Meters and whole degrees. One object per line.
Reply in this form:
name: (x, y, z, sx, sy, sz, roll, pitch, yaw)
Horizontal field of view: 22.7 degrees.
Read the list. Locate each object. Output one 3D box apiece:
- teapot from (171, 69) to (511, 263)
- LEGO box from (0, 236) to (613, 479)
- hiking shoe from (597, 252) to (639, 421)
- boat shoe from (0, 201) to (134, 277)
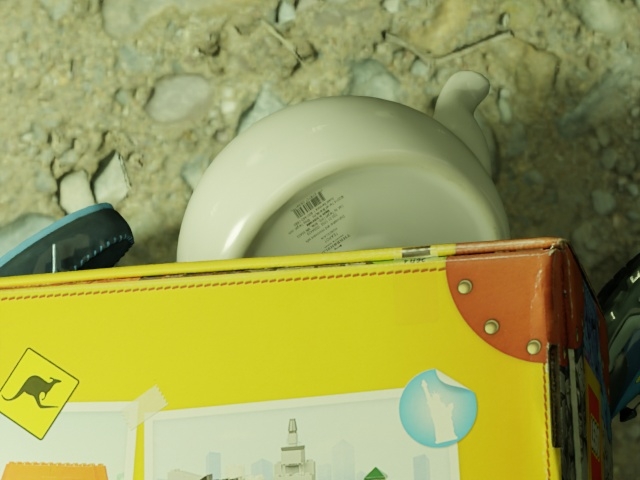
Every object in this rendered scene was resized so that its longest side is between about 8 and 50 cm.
teapot: (0.000, 0.000, 1.153, 0.256, 0.187, 0.252, 6, 113, -23)
LEGO box: (-0.088, 0.215, 0.919, 0.500, 0.193, 0.372, -4, 73, 15)
hiking shoe: (0.290, 0.050, 1.202, 0.132, 0.113, 0.304, 39, 79, 2)
boat shoe: (-0.226, 0.083, 1.160, 0.258, 0.109, 0.089, -43, 74, 5)
